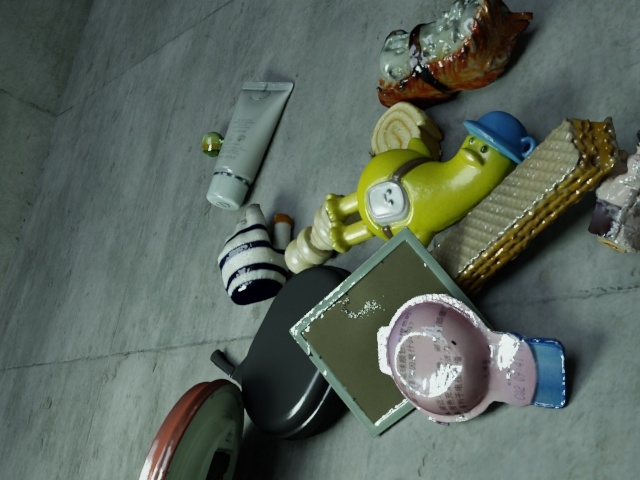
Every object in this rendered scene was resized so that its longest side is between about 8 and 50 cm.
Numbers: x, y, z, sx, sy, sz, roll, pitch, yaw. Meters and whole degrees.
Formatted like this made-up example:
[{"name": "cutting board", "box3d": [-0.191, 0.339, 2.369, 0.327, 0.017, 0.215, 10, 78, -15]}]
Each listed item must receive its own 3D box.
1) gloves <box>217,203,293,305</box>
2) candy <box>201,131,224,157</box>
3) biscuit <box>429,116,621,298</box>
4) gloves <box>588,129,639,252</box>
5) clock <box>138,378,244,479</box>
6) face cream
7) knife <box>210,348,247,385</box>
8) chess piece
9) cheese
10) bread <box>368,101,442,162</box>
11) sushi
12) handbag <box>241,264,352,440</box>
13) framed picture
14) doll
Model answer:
[{"name": "gloves", "box3d": [-0.135, 0.014, 1.666, 0.140, 0.131, 0.218, -35, 53, 33]}, {"name": "candy", "box3d": [-0.207, -0.236, 1.989, 0.202, 0.061, 0.061, -5, 66, 43]}, {"name": "biscuit", "box3d": [0.256, -0.026, 1.157, 0.378, 0.054, 0.094, -50, 29, 45]}, {"name": "gloves", "box3d": [0.390, -0.054, 1.032, 0.144, 0.094, 0.110, -58, 12, 21]}, {"name": "clock", "box3d": [-0.200, 0.387, 1.407, 0.080, 0.318, 0.318, 15, 80, 18]}, {"name": "face cream", "box3d": [-0.167, -0.221, 1.884, 0.143, 0.089, 0.314, 8, 73, 34]}, {"name": "knife", "box3d": [-0.145, 0.255, 1.623, 0.060, 0.028, 0.230, -54, 36, -6]}, {"name": "chess piece", "box3d": [0.000, 0.000, 1.537, 0.170, 0.094, 0.094, -43, 40, 41]}, {"name": "cheese", "box3d": [0.194, 0.165, 1.142, 0.286, 0.074, 0.188, 0, 102, 39]}, {"name": "bread", "box3d": [0.146, -0.170, 1.447, 0.122, 0.073, 0.149, -51, 38, 18]}, {"name": "sushi", "box3d": [0.202, -0.312, 1.414, 0.332, 0.124, 0.130, -10, 69, 52]}, {"name": "handbag", "box3d": [-0.023, 0.187, 1.438, 0.254, 0.093, 0.308, 33, 97, 57]}, {"name": "framed picture", "box3d": [0.104, 0.140, 1.252, 0.273, 0.016, 0.216, -42, 82, 28]}, {"name": "doll", "box3d": [0.170, -0.077, 1.302, 0.363, 0.145, 0.199, -22, 64, 32]}]
